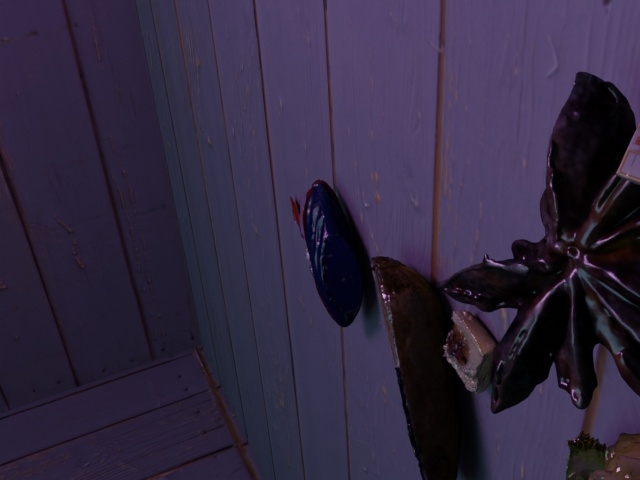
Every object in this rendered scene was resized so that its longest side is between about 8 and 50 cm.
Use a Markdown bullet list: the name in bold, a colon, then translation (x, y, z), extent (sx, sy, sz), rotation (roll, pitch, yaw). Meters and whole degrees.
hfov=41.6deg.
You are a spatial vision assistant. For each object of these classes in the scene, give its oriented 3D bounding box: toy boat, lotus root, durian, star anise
- **toy boat**: translation (0.000, -0.015, 1.299), extent (0.318, 0.072, 0.219), rotation (-112, 12, -48)
- **lotus root**: translation (0.132, 0.173, 1.036), extent (0.167, 0.078, 0.329), rotation (-84, -20, -73)
- **durian**: translation (0.231, 0.249, 0.738), extent (0.086, 0.100, 0.215), rotation (-129, 33, -57)
- **star anise**: translation (0.196, 0.012, 0.581), extent (0.212, 0.129, 0.283), rotation (53, 137, 43)

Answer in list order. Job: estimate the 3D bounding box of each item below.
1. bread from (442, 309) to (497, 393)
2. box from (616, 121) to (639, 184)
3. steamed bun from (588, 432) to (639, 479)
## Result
- **bread**: translation (0.166, 0.123, 0.931), extent (0.083, 0.035, 0.070), rotation (96, 150, -47)
- **box**: translation (0.219, -0.044, 0.483), extent (0.083, 0.012, 0.046), rotation (25, 94, 28)
- **steamed bun**: translation (0.268, 0.230, 0.609), extent (0.192, 0.106, 0.177), rotation (13, 116, 61)
